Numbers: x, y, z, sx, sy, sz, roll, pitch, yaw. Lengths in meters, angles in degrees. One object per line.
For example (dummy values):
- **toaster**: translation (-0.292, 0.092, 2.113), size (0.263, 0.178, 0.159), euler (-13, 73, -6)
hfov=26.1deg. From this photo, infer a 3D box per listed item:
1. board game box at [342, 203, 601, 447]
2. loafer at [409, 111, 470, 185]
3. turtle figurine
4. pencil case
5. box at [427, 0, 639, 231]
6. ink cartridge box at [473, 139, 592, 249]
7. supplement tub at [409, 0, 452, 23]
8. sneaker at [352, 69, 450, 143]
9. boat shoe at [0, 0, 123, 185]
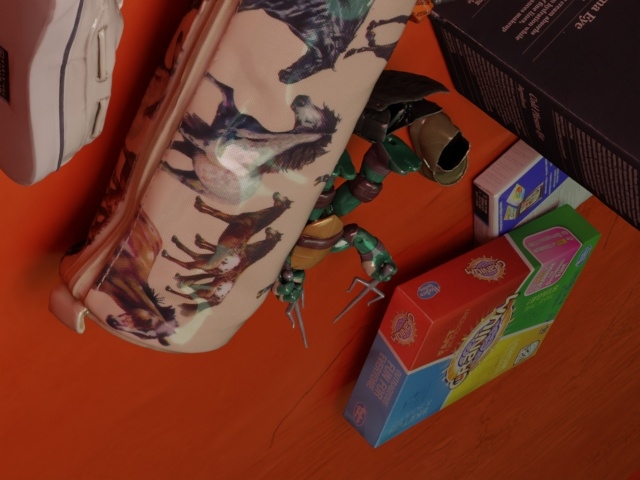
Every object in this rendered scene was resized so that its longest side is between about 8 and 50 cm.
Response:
- **board game box**: translation (0.189, 0.104, 1.726), size (0.316, 0.064, 0.242), euler (-24, 148, -37)
- **loafer**: translation (0.133, -0.092, 1.486), size (0.056, 0.050, 0.148), euler (-47, 153, -2)
- **turtle figurine**: translation (0.000, 0.000, 1.339), size (0.175, 0.118, 0.234), euler (-26, 151, -45)
- **pencil case**: translation (-0.068, -0.096, 1.069), size (0.183, 0.160, 0.410), euler (8, 121, -39)
- **box**: translation (0.341, -0.217, 1.343), size (0.343, 0.312, 0.179), euler (-45, 153, -5)
- **ink cartridge box**: translation (0.277, -0.071, 1.729), size (0.208, 0.045, 0.206), euler (-38, 152, -16)
- **supplement tub**: translation (0.109, -0.279, 1.136), size (0.190, 0.117, 0.117), euler (-49, 153, 2)
- **sneaker**: translation (0.029, -0.121, 1.253), size (0.170, 0.089, 0.051), euler (-28, 147, -35)
- **boat shoe**: translation (-0.174, -0.147, 0.920), size (0.088, 0.096, 0.267), euler (-34, 151, -34)
